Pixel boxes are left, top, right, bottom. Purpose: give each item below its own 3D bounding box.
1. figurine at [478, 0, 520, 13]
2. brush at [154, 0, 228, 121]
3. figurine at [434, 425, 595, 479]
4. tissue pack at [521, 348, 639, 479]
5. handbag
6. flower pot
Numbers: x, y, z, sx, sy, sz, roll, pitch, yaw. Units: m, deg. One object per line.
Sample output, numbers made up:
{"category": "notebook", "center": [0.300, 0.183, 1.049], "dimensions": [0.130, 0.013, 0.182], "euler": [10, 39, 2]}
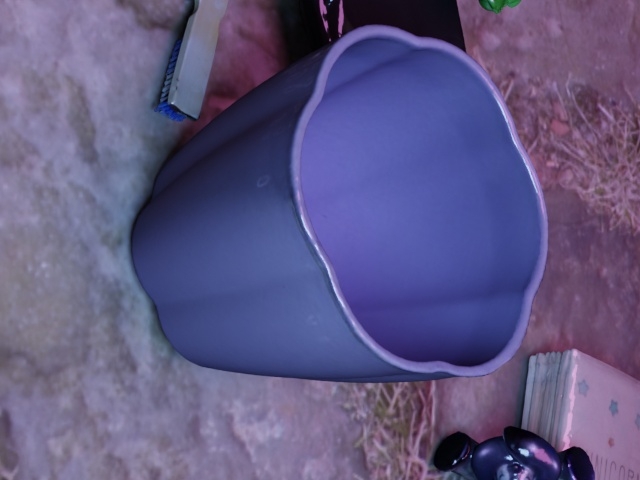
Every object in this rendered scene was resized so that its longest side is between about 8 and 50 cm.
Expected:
{"category": "figurine", "center": [0.116, -0.263, 1.613], "dimensions": [0.115, 0.095, 0.156], "euler": [-26, 96, -62]}
{"category": "brush", "center": [-0.096, -0.168, 1.519], "dimensions": [0.033, 0.030, 0.178], "euler": [30, 53, -26]}
{"category": "figurine", "center": [0.155, 0.286, 1.684], "dimensions": [0.145, 0.145, 0.222], "euler": [38, 53, -39]}
{"category": "tissue pack", "center": [0.246, 0.282, 1.808], "dimensions": [0.170, 0.071, 0.325], "euler": [24, 67, -41]}
{"category": "handbag", "center": [0.056, -0.164, 1.641], "dimensions": [0.191, 0.075, 0.332], "euler": [-12, 92, -52]}
{"category": "flower pot", "center": [0.000, 0.000, 1.431], "dimensions": [0.265, 0.243, 0.265], "euler": [18, 64, -40]}
